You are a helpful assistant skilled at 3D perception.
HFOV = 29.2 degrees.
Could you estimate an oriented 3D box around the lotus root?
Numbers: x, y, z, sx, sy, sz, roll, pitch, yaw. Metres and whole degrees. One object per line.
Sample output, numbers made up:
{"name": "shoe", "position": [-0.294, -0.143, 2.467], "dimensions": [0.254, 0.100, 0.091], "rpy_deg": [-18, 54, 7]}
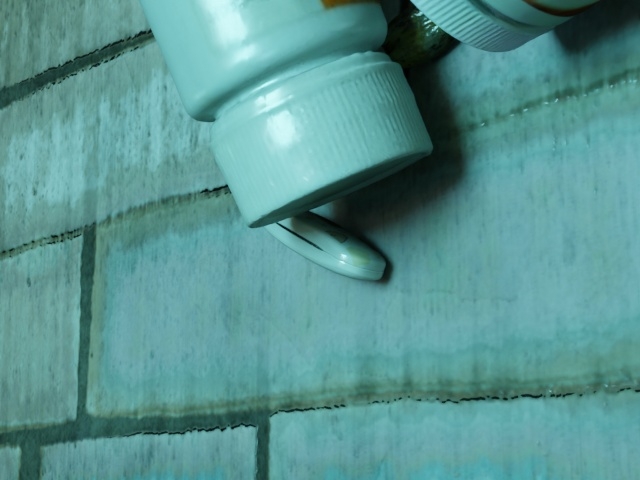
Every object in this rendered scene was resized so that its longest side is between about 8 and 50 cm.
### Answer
{"name": "lotus root", "position": [0.100, -0.202, 1.183], "dimensions": [0.099, 0.049, 0.054], "rpy_deg": [-29, 82, 39]}

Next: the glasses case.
{"name": "glasses case", "position": [0.000, 0.000, 1.234], "dimensions": [0.164, 0.063, 0.041], "rpy_deg": [31, 103, 46]}

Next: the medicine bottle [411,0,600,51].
{"name": "medicine bottle", "position": [0.183, -0.313, 0.974], "dimensions": [0.241, 0.252, 0.253], "rpy_deg": [-29, 61, 40]}

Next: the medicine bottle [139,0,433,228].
{"name": "medicine bottle", "position": [-0.053, -0.215, 1.151], "dimensions": [0.211, 0.211, 0.371], "rpy_deg": [-26, 87, 40]}
